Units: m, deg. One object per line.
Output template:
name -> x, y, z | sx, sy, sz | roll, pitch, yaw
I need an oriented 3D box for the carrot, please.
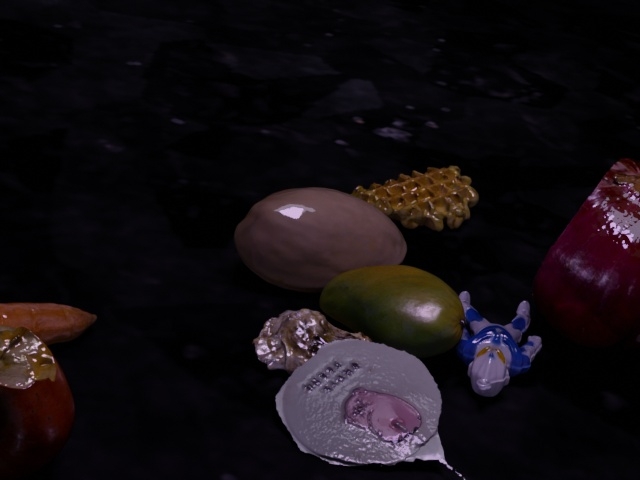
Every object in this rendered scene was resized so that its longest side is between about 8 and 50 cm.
carrot -> -0.333, 0.100, 1.684 | 0.205, 0.072, 0.072 | -5, 30, -42

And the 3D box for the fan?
fan -> 0.096, 0.209, 1.616 | 0.310, 0.010, 0.182 | 33, 54, 27

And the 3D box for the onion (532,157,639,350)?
onion -> 0.385, 0.041, 1.857 | 0.207, 0.216, 0.206 | 27, 35, 16

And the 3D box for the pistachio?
pistachio -> 0.000, 0.000, 1.914 | 0.226, 0.135, 0.136 | 7, 27, -20

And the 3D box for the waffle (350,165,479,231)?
waffle -> 0.131, -0.066, 2.149 | 0.192, 0.046, 0.160 | 4, 30, -10

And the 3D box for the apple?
apple -> -0.320, 0.158, 1.488 | 0.156, 0.147, 0.158 | -24, 18, 6

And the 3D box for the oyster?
oyster -> 0.012, 0.125, 1.734 | 0.166, 0.053, 0.108 | 27, 34, 13

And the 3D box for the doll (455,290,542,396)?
doll -> 0.209, 0.123, 1.807 | 0.114, 0.057, 0.227 | 15, 26, 1

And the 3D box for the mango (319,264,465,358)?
mango -> 0.091, 0.077, 1.814 | 0.122, 0.085, 0.191 | -33, 41, -24
